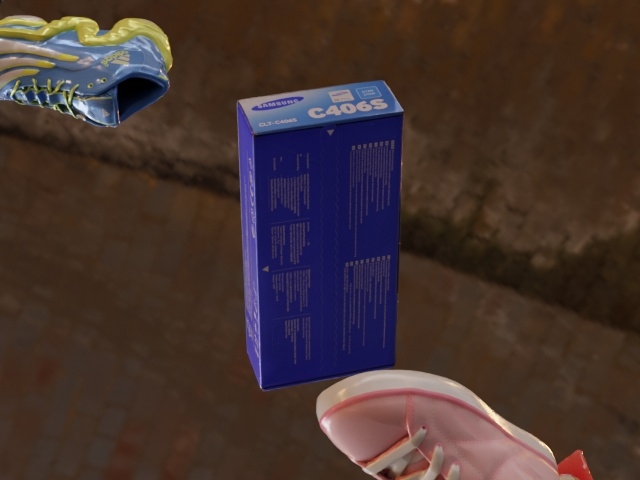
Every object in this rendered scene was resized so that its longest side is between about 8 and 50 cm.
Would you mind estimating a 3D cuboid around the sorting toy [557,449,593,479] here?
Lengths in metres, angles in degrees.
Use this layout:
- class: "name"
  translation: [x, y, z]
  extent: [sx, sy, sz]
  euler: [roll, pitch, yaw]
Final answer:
- class: "sorting toy"
  translation: [0.191, 0.241, 0.936]
  extent: [0.255, 0.257, 0.089]
  euler: [-61, -28, -45]

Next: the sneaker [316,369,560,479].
- class: "sneaker"
  translation: [0.056, 0.104, 0.636]
  extent: [0.134, 0.070, 0.051]
  euler: [29, -51, -35]

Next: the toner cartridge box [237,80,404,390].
- class: "toner cartridge box"
  translation: [0.000, 0.000, 1.680]
  extent: [0.165, 0.075, 0.348]
  euler: [-10, -53, -14]

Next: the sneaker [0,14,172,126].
- class: "sneaker"
  translation: [-0.266, -0.172, 1.578]
  extent: [0.240, 0.126, 0.091]
  euler: [-11, -50, -13]

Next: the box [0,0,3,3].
- class: "box"
  translation: [-0.099, -0.219, 0.593]
  extent: [0.220, 0.051, 0.175]
  euler: [-48, -39, -39]
